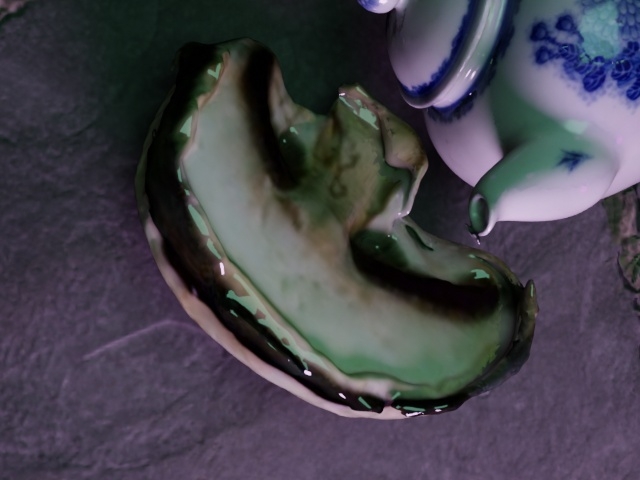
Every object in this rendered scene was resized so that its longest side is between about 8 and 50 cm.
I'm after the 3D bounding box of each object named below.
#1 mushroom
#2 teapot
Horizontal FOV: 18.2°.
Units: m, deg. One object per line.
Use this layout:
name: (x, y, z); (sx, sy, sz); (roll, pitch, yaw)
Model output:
mushroom: (0.000, 0.001, 1.531); (0.344, 0.130, 0.247); (33, 60, -18)
teapot: (0.152, -0.160, 1.525); (0.280, 0.252, 0.424); (15, 49, -20)
